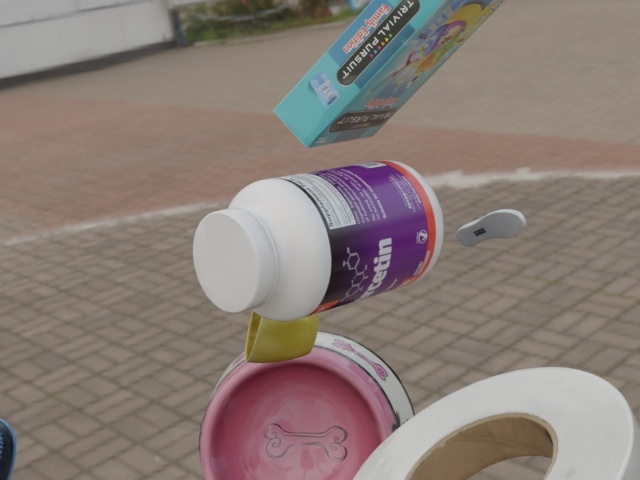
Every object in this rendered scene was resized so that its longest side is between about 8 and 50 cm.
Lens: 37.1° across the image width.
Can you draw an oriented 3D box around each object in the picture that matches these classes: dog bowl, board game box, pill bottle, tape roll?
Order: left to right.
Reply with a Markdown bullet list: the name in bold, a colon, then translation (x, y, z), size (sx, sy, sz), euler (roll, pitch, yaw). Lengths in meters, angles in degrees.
- **dog bowl**: translation (-0.033, 0.365, 1.710), size (0.408, 0.408, 0.150), euler (-5, -4, 9)
- **pill bottle**: translation (0.000, 0.000, 1.240), size (0.323, 0.181, 0.181), euler (-14, 17, -43)
- **board game box**: translation (0.117, -0.280, 1.364), size (0.336, 0.079, 0.254), euler (-45, -10, 24)
- **tape roll**: translation (0.199, 0.296, 1.126), size (0.392, 0.072, 0.392), euler (-28, 17, 9)

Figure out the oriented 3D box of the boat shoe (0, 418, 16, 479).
- **boat shoe**: translation (-0.460, 0.334, 1.154), size (0.109, 0.258, 0.089), euler (28, -1, 14)

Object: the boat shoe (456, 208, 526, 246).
- **boat shoe**: translation (0.276, -0.026, 1.528), size (0.040, 0.049, 0.142), euler (-40, 13, -36)

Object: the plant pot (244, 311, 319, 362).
- **plant pot**: translation (-0.056, 0.134, 1.489), size (0.095, 0.134, 0.134), euler (13, 16, -9)
